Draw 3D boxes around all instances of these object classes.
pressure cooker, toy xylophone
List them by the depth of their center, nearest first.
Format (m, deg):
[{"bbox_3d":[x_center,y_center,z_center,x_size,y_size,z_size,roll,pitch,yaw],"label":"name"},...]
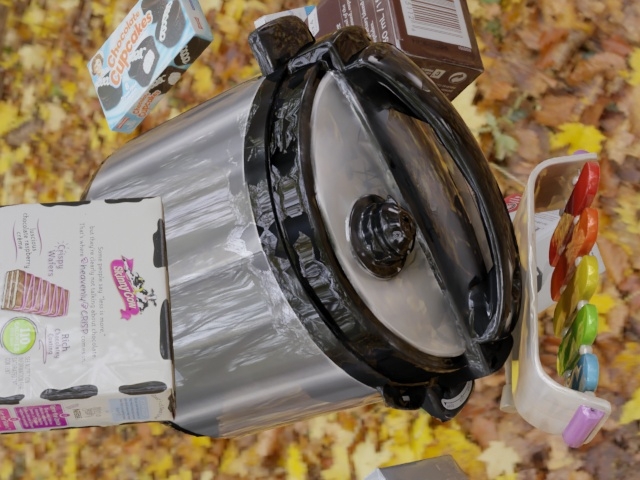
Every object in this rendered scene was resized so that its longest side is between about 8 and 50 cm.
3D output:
[{"bbox_3d":[-0.002,0.004,1.158,0.420,0.370,0.375,-22,52,36],"label":"pressure cooker"},{"bbox_3d":[0.254,0.067,1.229,0.081,0.236,0.323,4,70,1],"label":"toy xylophone"}]

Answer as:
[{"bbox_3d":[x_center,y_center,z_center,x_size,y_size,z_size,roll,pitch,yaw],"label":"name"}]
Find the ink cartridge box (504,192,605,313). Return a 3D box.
[{"bbox_3d":[0.257,0.049,1.690,0.114,0.273,0.197,66,163,-18],"label":"ink cartridge box"}]

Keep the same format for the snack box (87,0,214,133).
[{"bbox_3d":[-0.363,-0.396,2.338,0.322,0.060,0.187,-42,59,33],"label":"snack box"}]

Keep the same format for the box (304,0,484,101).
[{"bbox_3d":[0.042,-0.212,1.507,0.381,0.143,0.191,-45,47,49],"label":"box"}]

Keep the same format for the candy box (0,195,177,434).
[{"bbox_3d":[-0.226,0.057,0.811,0.233,0.071,0.159,-3,62,-7],"label":"candy box"}]

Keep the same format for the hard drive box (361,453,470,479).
[{"bbox_3d":[0.062,0.318,1.169,0.181,0.232,0.089,-41,70,13],"label":"hard drive box"}]

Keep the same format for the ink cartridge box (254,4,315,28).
[{"bbox_3d":[-0.061,-0.413,2.230,0.052,0.122,0.088,-7,100,61],"label":"ink cartridge box"}]
